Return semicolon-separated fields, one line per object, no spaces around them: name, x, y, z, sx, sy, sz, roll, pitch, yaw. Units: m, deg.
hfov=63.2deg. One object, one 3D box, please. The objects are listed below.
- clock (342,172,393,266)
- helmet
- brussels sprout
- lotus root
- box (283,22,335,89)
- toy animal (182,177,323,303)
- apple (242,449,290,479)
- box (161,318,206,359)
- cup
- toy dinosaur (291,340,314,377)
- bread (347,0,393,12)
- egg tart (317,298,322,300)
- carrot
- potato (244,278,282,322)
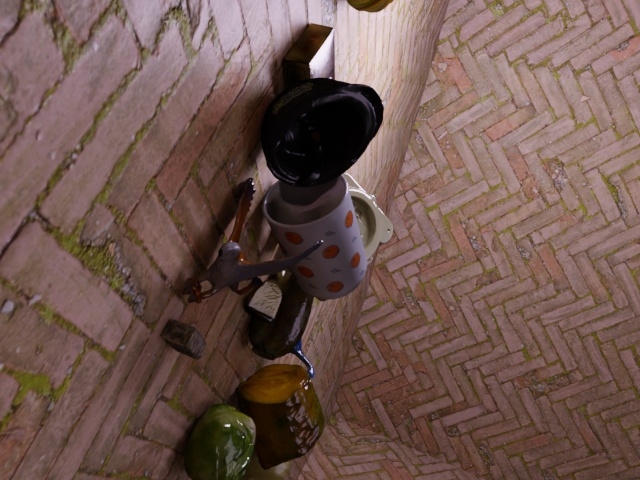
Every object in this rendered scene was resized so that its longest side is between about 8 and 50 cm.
clock;0.060;-0.029;1.612;0.309;0.284;0.114;-50;-163;-27
helmet;-0.013;-0.258;1.137;0.278;0.160;0.230;-38;139;5
brussels sprout;-0.259;0.522;1.323;0.223;0.161;0.223;-5;90;-76
lotus root;-0.105;0.209;1.499;0.160;0.151;0.275;88;25;-70
box;-0.021;-0.370;1.250;0.240;0.071;0.159;88;23;-53
toy animal;-0.193;0.056;1.122;0.302;0.225;0.284;-35;164;-47
apple;-0.201;0.753;1.785;0.200;0.199;0.200;19;90;-76
box;-0.269;0.198;1.037;0.098;0.062;0.045;79;31;-61
cup;0.000;0.000;1.342;0.212;0.212;0.318;-61;147;-35
toy dinosaur;-0.065;0.321;1.729;0.075;0.188;0.248;105;11;-45
bread;0.157;-0.721;1.291;0.333;0.159;0.333;20;90;-76
egg tart;0.012;0.051;1.800;0.319;0.128;0.319;18;90;-78
carrot;-0.115;0.539;1.596;0.241;0.241;0.341;-52;133;-53
potato;-0.153;0.156;1.405;0.096;0.066;0.103;44;64;-31
